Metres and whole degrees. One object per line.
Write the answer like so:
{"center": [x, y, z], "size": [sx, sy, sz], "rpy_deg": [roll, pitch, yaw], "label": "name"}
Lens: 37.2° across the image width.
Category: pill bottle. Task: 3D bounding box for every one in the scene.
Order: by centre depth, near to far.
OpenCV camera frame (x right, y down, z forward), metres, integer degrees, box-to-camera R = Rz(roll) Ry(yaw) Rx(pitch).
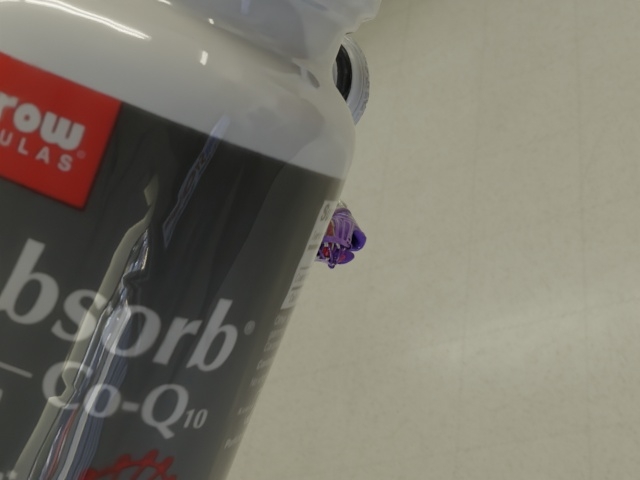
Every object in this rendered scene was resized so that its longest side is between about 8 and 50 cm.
{"center": [-0.107, -0.010, 0.476], "size": [0.210, 0.210, 0.362], "rpy_deg": [30, 101, 53], "label": "pill bottle"}

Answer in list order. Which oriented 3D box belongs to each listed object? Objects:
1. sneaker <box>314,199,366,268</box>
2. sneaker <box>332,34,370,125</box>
{"center": [0.000, 0.000, 1.018], "size": [0.071, 0.170, 0.068], "rpy_deg": [46, 122, 14], "label": "sneaker"}
{"center": [-0.149, -0.120, 0.920], "size": [0.366, 0.210, 0.137], "rpy_deg": [-19, 75, 37], "label": "sneaker"}
